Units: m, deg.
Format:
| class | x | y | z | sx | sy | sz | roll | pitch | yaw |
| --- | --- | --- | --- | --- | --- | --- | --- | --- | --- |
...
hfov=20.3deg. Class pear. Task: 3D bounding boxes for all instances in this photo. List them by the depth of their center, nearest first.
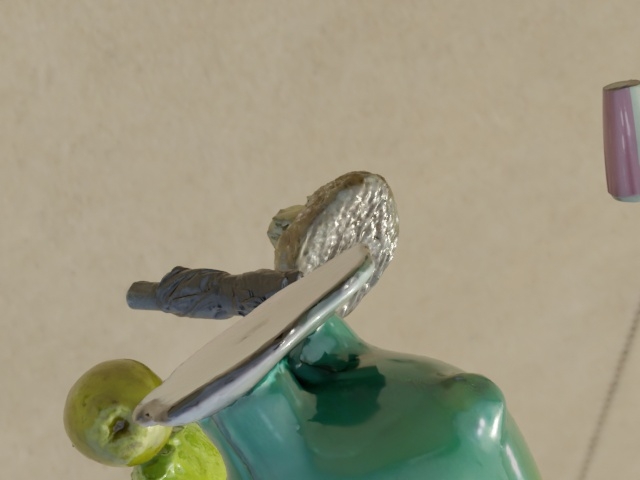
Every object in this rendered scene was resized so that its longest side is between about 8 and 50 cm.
| class | x | y | z | sx | sy | sz | roll | pitch | yaw |
| --- | --- | --- | --- | --- | --- | --- | --- | --- | --- |
| pear | -0.195 | 0.167 | 1.724 | 0.107 | 0.131 | 0.107 | -2 | 104 | -8 |

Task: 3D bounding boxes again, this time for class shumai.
| class | x | y | z | sx | sy | sz | roll | pitch | yaw |
| --- | --- | --- | --- | --- | --- | --- | --- | --- | --- |
| shumai | 0.000 | 0.000 | 2.176 | 0.161 | 0.153 | 0.209 | 17 | 100 | -35 |

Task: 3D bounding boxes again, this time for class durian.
| class | x | y | z | sx | sy | sz | roll | pitch | yaw |
| --- | --- | --- | --- | --- | --- | --- | --- | --- | --- |
| durian | -0.144 | 0.252 | 1.830 | 0.101 | 0.250 | 0.139 | -43 | 103 | 11 |

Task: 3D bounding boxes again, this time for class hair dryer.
| class | x | y | z | sx | sy | sz | roll | pitch | yaw |
| --- | --- | --- | --- | --- | --- | --- | --- | --- | --- |
| hair dryer | 0.326 | -0.099 | 1.612 | 0.154 | 0.054 | 0.106 | -11 | 103 | -21 |

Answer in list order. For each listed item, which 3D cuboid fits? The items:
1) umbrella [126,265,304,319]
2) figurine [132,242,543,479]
| class | x | y | z | sx | sy | sz | roll | pitch | yaw |
| --- | --- | --- | --- | --- | --- | --- | --- | --- | --- |
| umbrella | -0.112 | 0.057 | 1.938 | 0.236 | 0.059 | 0.066 | 2 | 128 | 31 |
| figurine | 0.053 | 0.192 | 1.124 | 0.231 | 0.323 | 0.340 | -31 | 98 | 28 |
